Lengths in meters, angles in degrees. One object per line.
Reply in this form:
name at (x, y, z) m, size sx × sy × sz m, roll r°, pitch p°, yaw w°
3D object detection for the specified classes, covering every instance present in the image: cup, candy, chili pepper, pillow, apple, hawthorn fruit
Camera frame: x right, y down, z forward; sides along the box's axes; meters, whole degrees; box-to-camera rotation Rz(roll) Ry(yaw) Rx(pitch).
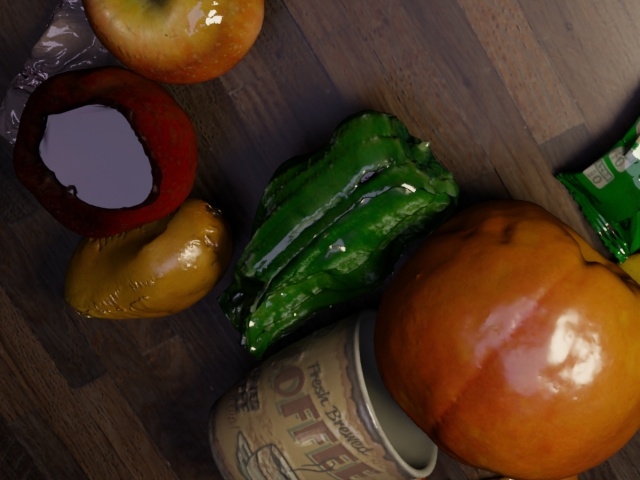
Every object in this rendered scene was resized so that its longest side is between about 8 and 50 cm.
cup at (0.009, 0.270, 1.615) m, size 0.257 × 0.227 × 0.301 m, roll -23°, pitch 84°, yaw 23°
candy at (0.394, -0.074, 1.490) m, size 0.141 × 0.078 × 0.203 m, roll 38°, pitch 125°, yaw -12°
chili pepper at (-0.007, -0.008, 1.551) m, size 0.385 × 0.213 × 0.167 m, roll -44°, pitch 54°, yaw 22°
pillow at (-0.327, -0.203, 1.612) m, size 0.135 × 0.049 × 0.248 m, roll 36°, pitch 109°, yaw -1°
apple at (-0.175, -0.302, 1.488) m, size 0.210 × 0.173 × 0.235 m, roll -18°, pitch 96°, yaw 20°
hawthorn fruit at (-0.251, -0.116, 1.519) m, size 0.215 × 0.249 × 0.215 m, roll 9°, pitch 111°, yaw 25°

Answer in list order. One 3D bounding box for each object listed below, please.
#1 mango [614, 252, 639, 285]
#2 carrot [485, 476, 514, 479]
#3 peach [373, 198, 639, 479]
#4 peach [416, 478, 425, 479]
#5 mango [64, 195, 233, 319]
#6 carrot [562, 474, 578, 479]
mango at (0.437, 0.072, 1.551) m, size 0.161 × 0.076 × 0.103 m, roll 34°, pitch 117°, yaw 7°
carrot at (0.186, 0.383, 1.709) m, size 0.205 × 0.072 × 0.072 m, roll -42°, pitch 97°, yaw 15°
peach at (0.233, 0.129, 1.475) m, size 0.343 × 0.343 × 0.302 m, roll 39°, pitch 100°, yaw -4°
peach at (0.074, 0.354, 1.705) m, size 0.127 × 0.092 × 0.172 m, roll 40°, pitch 100°, yaw -8°
mango at (-0.225, 0.031, 1.613) m, size 0.248 × 0.156 × 0.151 m, roll -20°, pitch 104°, yaw 20°
carrot at (0.317, 0.376, 1.689) m, size 0.069 × 0.069 × 0.336 m, roll -1°, pitch 115°, yaw 11°
